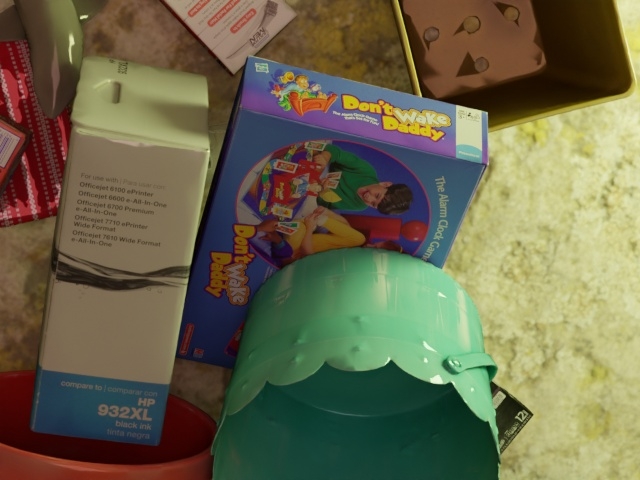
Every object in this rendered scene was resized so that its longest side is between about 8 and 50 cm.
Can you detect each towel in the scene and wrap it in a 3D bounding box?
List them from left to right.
[{"bbox_3d":[-0.390,-0.101,1.728,0.275,0.031,0.198,-11,96,-5],"label":"towel"}]

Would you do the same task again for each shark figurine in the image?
[{"bbox_3d":[-0.318,-0.271,1.675,0.278,0.116,0.166,38,74,6],"label":"shark figurine"}]

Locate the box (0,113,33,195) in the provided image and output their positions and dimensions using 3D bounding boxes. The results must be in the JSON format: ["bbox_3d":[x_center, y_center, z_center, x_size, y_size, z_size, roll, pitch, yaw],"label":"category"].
[{"bbox_3d":[-0.446,-0.110,1.632,0.300,0.142,0.154,28,91,-8],"label":"box"}]

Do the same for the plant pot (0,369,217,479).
[{"bbox_3d":[-0.250,0.284,1.671,0.275,0.275,0.243,9,103,-7],"label":"plant pot"}]

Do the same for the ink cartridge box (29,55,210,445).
[{"bbox_3d":[-0.191,0.006,1.618,0.129,0.223,0.307,8,112,-8],"label":"ink cartridge box"}]

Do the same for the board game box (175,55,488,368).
[{"bbox_3d":[0.000,0.000,1.651,0.233,0.078,0.347,13,133,-7],"label":"board game box"}]

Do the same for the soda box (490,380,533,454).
[{"bbox_3d":[0.148,0.227,1.794,0.053,0.060,0.169,40,89,-15],"label":"soda box"}]

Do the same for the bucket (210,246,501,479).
[{"bbox_3d":[0.038,0.154,1.609,0.281,0.183,0.281,3,132,3],"label":"bucket"}]

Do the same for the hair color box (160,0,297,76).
[{"bbox_3d":[-0.115,-0.260,1.734,0.093,0.053,0.167,-43,96,-3],"label":"hair color box"}]

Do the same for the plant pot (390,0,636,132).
[{"bbox_3d":[0.171,-0.223,1.700,0.212,0.187,0.212,-15,96,-4],"label":"plant pot"}]

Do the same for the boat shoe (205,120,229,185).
[{"bbox_3d":[-0.137,-0.086,1.738,0.184,0.063,0.066,-4,95,-5],"label":"boat shoe"}]
